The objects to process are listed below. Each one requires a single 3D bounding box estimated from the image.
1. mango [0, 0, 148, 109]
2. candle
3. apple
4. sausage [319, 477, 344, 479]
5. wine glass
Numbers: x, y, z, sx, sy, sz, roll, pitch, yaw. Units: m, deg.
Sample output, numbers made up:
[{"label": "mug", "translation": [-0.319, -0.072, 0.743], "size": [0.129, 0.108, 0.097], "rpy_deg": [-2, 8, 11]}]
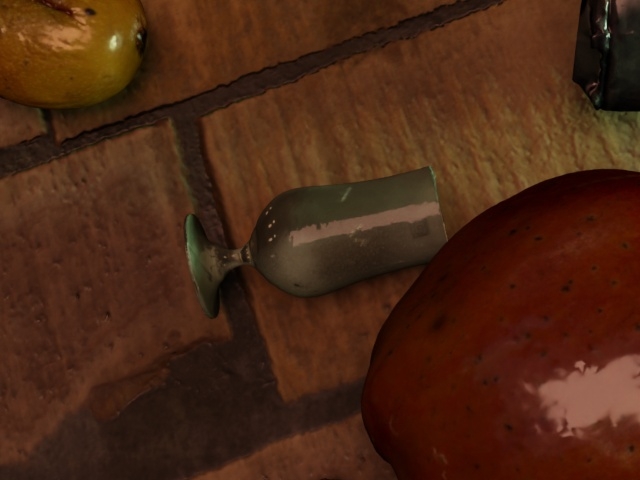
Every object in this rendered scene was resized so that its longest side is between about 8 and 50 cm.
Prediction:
[{"label": "mango", "translation": [-0.310, -0.234, 1.082], "size": [0.295, 0.120, 0.177], "rpy_deg": [23, 81, 16]}, {"label": "candle", "translation": [0.381, -0.205, 0.903], "size": [0.330, 0.187, 0.187], "rpy_deg": [-1, 76, 11]}, {"label": "apple", "translation": [0.225, 0.126, 0.870], "size": [0.365, 0.295, 0.328], "rpy_deg": [-25, 42, 2]}, {"label": "sausage", "translation": [-0.059, 0.352, 0.913], "size": [0.087, 0.079, 0.326], "rpy_deg": [31, 84, 42]}, {"label": "wine glass", "translation": [0.000, 0.000, 0.974], "size": [0.231, 0.103, 0.103], "rpy_deg": [-11, 75, 5]}]
